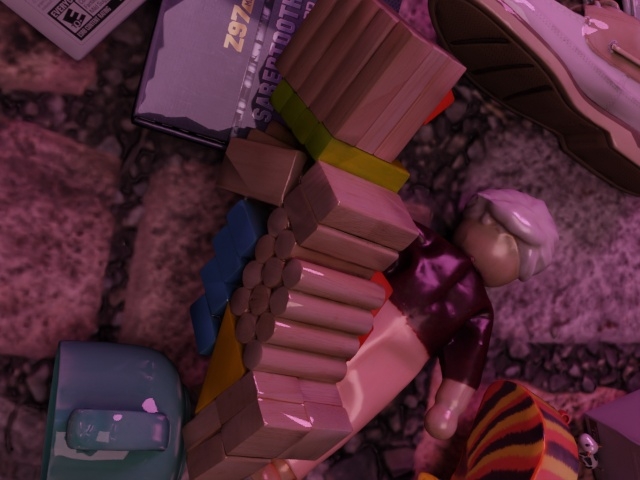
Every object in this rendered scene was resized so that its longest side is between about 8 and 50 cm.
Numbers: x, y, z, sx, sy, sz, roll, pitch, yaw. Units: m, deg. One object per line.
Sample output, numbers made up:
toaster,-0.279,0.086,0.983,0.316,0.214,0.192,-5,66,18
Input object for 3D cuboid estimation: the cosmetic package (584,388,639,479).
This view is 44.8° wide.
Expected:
cosmetic package,0.390,0.195,0.757,0.237,0.107,0.127,-21,103,-17

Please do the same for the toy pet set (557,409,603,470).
toy pet set,0.226,0.244,0.732,0.122,0.065,0.114,-35,103,-10

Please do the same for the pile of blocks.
pile of blocks,0.000,0.000,0.568,0.112,0.149,0.362,19,93,-42

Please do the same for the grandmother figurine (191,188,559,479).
grandmother figurine,0.061,0.063,0.655,0.342,0.104,0.208,-34,99,-14

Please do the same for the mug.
mug,-0.148,0.146,0.567,0.097,0.158,0.130,8,107,-20

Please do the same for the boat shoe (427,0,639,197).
boat shoe,0.221,-0.155,0.680,0.302,0.113,0.103,33,84,-27

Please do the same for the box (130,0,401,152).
box,-0.034,-0.179,0.623,0.183,0.059,0.233,15,91,-16

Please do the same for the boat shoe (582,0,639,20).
boat shoe,0.239,-0.281,0.684,0.081,0.079,0.228,-38,107,-15

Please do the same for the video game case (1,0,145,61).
video game case,-0.156,-0.277,0.470,0.269,0.061,0.244,-33,131,23

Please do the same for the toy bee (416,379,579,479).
toy bee,0.146,0.275,0.639,0.195,0.162,0.298,11,94,-30
